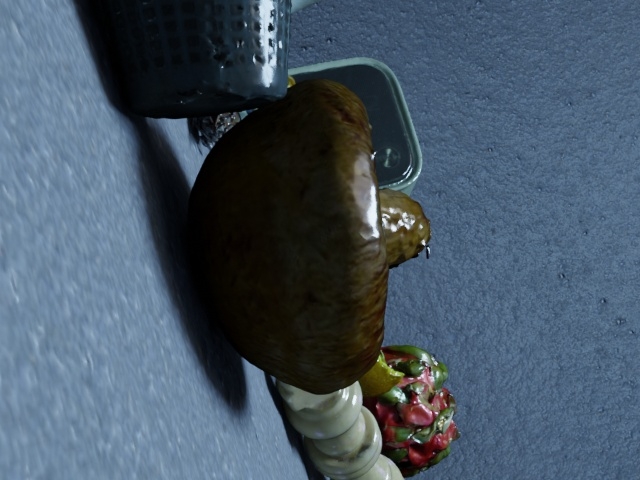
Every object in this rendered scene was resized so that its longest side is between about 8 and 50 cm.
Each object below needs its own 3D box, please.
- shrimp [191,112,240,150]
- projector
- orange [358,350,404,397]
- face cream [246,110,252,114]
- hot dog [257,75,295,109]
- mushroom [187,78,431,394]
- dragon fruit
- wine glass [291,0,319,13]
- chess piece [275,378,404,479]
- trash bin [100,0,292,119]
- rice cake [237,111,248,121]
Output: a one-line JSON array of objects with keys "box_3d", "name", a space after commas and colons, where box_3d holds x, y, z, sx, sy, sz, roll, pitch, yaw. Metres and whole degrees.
[{"box_3d": [-0.117, -0.132, 0.977, 0.165, 0.057, 0.065, -97, 177, -64], "name": "shrimp"}, {"box_3d": [0.016, -0.136, 1.466, 0.249, 0.248, 0.248, 104, -28, -69], "name": "projector"}, {"box_3d": [0.030, 0.142, 1.371, 0.179, 0.159, 0.237, 73, 1, -67], "name": "orange"}, {"box_3d": [-0.120, -0.253, 1.817, 0.250, 0.077, 0.077, 74, 0, -72], "name": "face cream"}, {"box_3d": [-0.063, -0.089, 1.182, 0.083, 0.068, 0.288, -131, -144, -55], "name": "hot dog"}, {"box_3d": [-0.009, 0.003, 0.752, 0.283, 0.195, 0.263, 22, 58, -68], "name": "mushroom"}, {"box_3d": [0.119, 0.307, 1.525, 0.302, 0.237, 0.231, 132, -43, -67], "name": "dragon fruit"}, {"box_3d": [-0.099, -0.330, 1.092, 0.111, 0.205, 0.111, 167, -90, -89], "name": "wine glass"}, {"box_3d": [0.027, 0.256, 1.089, 0.397, 0.117, 0.117, 69, 4, -48], "name": "chess piece"}, {"box_3d": [-0.090, -0.176, 0.642, 0.175, 0.176, 0.160, -89, 172, -85], "name": "trash bin"}, {"box_3d": [-0.126, -0.166, 1.248, 0.237, 0.043, 0.127, -82, 155, -85], "name": "rice cake"}]
